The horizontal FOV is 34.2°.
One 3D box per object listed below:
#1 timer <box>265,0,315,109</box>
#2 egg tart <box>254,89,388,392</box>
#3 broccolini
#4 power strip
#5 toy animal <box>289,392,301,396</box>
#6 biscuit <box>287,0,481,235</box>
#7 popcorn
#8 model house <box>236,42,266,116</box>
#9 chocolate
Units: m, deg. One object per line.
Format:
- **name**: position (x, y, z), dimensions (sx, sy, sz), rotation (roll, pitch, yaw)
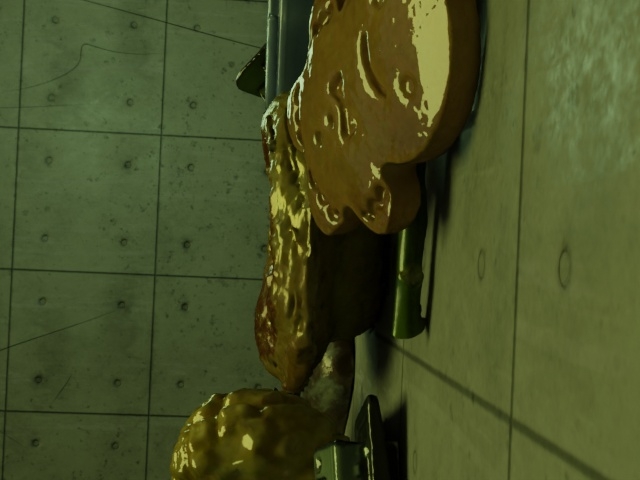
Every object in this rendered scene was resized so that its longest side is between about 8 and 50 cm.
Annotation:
- **timer**: position (-0.011, -0.432, 1.880), dimensions (0.395, 0.173, 0.395), rotation (-177, 90, -87)
- **egg tart**: position (0.000, 0.000, 1.481), dimensions (0.443, 0.178, 0.443), rotation (-179, 90, -84)
- **broccolini**: position (0.097, -0.095, 1.086), dimensions (0.079, 0.074, 0.392), rotation (13, 106, 43)
- **power strip**: position (0.043, 0.334, 1.283), dimensions (0.251, 0.092, 0.257), rotation (115, 154, -70)
- **toy animal**: position (-0.056, 0.369, 2.191), dimensions (0.114, 0.146, 0.245), rotation (155, 116, -64)
- **biscuit**: position (0.048, -0.146, 1.035), dimensions (0.355, 0.052, 0.275), rotation (136, 123, -60)
- **popcorn**: position (-0.113, 0.410, 1.602), dimensions (0.381, 0.349, 0.349), rotation (-52, -20, -38)
- **model house**: position (-0.007, -0.288, 2.213), dimensions (0.205, 0.218, 0.278), rotation (-44, 64, 23)
- **chocolate**: position (0.007, 0.246, 1.859), dimensions (0.254, 0.080, 0.157), rotation (97, 173, -48)
